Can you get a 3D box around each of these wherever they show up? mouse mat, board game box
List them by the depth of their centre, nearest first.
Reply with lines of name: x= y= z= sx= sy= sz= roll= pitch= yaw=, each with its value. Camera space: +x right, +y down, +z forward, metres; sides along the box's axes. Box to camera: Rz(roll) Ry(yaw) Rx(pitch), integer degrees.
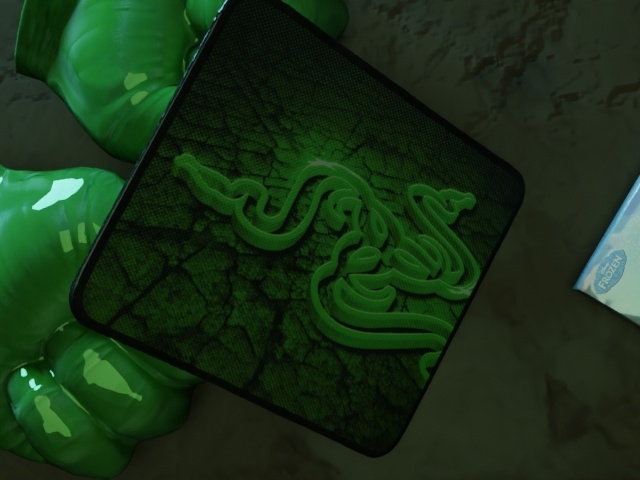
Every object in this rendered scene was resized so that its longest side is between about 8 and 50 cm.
mouse mat: x=0.000 y=0.000 z=0.553 sx=0.190 sy=0.007 sz=0.152 roll=30 pitch=85 yaw=-36
board game box: x=0.180 y=0.007 z=0.598 sx=0.090 sy=0.020 sz=0.090 roll=31 pitch=91 yaw=2

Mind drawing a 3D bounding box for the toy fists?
toy fists: x=-0.082 y=-0.031 z=0.574 sx=0.142 sy=0.096 sz=0.279 roll=22 pitch=89 yaw=-1
